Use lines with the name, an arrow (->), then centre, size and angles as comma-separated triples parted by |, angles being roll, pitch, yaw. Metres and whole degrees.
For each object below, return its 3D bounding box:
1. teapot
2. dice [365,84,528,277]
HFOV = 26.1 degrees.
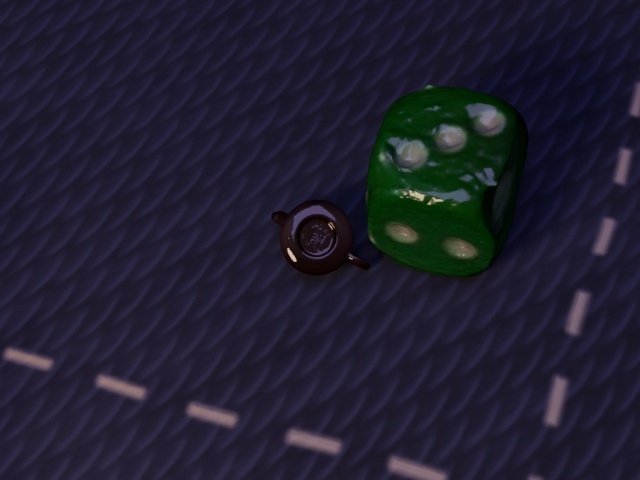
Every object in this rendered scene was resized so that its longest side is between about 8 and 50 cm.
teapot -> 0.000, 0.000, 1.241 | 0.100, 0.045, 0.067 | 30, 88, 1
dice -> 0.111, -0.051, 1.215 | 0.120, 0.131, 0.128 | 12, 62, 14
